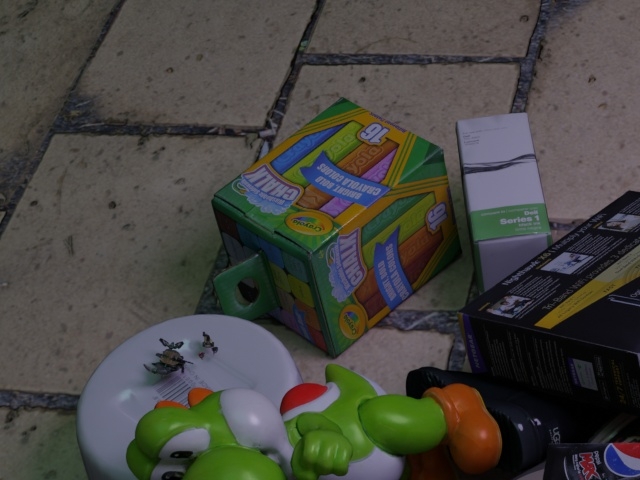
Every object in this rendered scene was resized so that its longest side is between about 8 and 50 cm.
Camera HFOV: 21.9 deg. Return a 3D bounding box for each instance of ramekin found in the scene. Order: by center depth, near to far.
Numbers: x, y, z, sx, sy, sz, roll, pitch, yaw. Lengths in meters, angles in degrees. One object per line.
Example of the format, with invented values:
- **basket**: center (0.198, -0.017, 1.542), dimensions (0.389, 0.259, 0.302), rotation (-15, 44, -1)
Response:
- **ramekin**: center (-0.134, 0.209, 1.812), dimensions (0.277, 0.135, 0.277), rotation (-7, 43, 7)

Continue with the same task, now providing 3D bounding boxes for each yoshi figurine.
- **yoshi figurine**: center (-0.006, 0.237, 1.622), dimensions (0.362, 0.203, 0.203), rotation (2, 5, -25)

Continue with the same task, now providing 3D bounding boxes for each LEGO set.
- **LEGO set**: center (-0.152, 0.128, 1.791), dimensions (0.083, 0.023, 0.054), rotation (-6, 43, -11)

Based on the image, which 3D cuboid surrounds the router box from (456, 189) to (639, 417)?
- **router box**: center (0.336, 0.057, 1.739), dimensions (0.309, 0.081, 0.243), rotation (-32, 27, -33)

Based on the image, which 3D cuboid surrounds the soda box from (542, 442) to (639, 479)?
- **soda box**: center (0.296, 0.225, 1.545), dimensions (0.169, 0.060, 0.053), rotation (-4, 47, 23)

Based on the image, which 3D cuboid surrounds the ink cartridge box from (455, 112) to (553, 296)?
- **ink cartridge box**: center (0.219, -0.022, 1.945), dimensions (0.093, 0.160, 0.219), rotation (-8, 43, 5)

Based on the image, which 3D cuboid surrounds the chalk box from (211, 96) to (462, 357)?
- **chalk box**: center (0.000, 0.000, 1.968), dimensions (0.289, 0.180, 0.179), rotation (-40, 48, -24)

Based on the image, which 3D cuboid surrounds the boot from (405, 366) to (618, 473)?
- **boot**: center (0.235, 0.176, 1.787), dimensions (0.207, 0.094, 0.246), rotation (-12, 12, -27)

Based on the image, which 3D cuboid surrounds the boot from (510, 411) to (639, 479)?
- **boot**: center (0.345, 0.297, 1.590), dimensions (0.377, 0.138, 0.284), rotation (-27, 43, -8)
